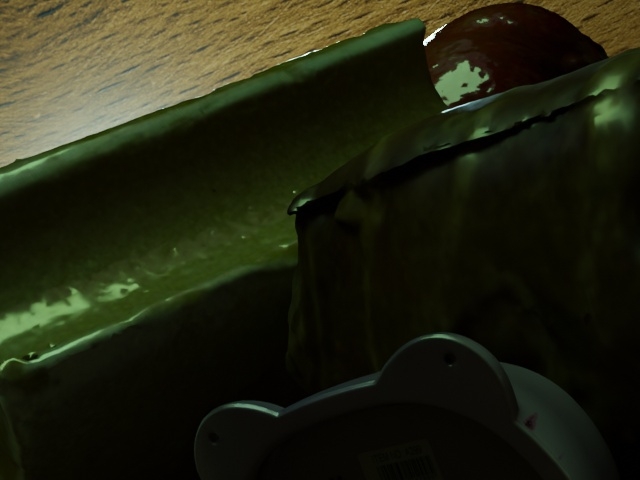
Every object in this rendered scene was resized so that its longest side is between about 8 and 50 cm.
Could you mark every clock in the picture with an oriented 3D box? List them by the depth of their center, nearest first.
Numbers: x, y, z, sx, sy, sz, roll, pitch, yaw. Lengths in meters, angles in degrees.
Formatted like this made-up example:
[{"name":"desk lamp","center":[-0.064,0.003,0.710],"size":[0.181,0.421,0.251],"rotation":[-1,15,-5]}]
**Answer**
[{"name":"clock","center":[0.031,0.090,0.522],"size":[0.152,0.110,0.050],"rotation":[-22,5,31]}]

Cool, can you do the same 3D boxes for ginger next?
[{"name":"ginger","center":[0.174,-0.002,0.574],"size":[0.418,0.176,0.254],"rotation":[-22,-9,41]}]

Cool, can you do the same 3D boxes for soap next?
[{"name":"soap","center":[-0.064,0.052,0.809],"size":[0.335,0.156,0.293],"rotation":[-23,-26,-30]}]

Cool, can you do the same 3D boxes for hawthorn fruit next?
[{"name":"hawthorn fruit","center":[0.146,-0.054,1.229],"size":[0.311,0.295,0.295],"rotation":[-24,1,11]}]
